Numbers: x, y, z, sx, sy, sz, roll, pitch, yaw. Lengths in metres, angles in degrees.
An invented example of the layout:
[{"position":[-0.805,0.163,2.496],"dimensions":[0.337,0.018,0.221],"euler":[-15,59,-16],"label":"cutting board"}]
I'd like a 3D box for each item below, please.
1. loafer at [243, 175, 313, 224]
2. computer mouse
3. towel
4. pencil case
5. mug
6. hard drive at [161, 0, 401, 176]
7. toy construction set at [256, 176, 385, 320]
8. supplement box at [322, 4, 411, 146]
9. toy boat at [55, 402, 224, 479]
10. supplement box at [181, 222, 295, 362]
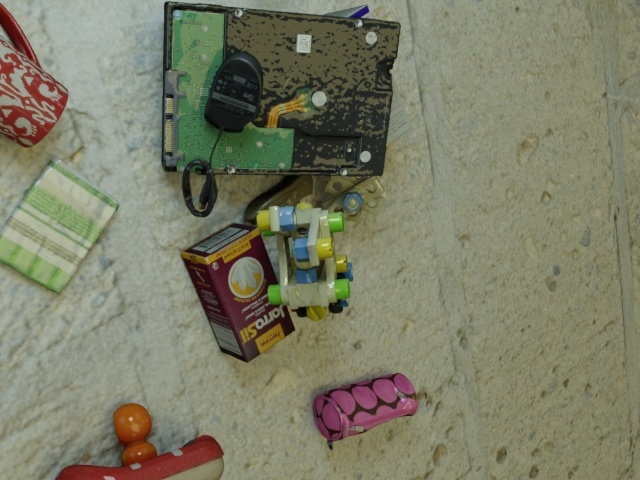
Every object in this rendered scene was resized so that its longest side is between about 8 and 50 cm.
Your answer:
[{"position":[-0.061,-0.065,1.125],"dimensions":[0.148,0.056,0.050],"euler":[-39,112,-28],"label":"loafer"},{"position":[-0.138,-0.145,0.960],"dimensions":[0.071,0.041,0.242],"euler":[21,109,-8],"label":"computer mouse"},{"position":[-0.354,-0.019,0.924],"dimensions":[0.113,0.023,0.152],"euler":[40,74,-33],"label":"towel"},{"position":[0.090,0.307,1.271],"dimensions":[0.209,0.098,0.095],"euler":[-9,102,-38],"label":"pencil case"},{"position":[-0.386,-0.208,0.814],"dimensions":[0.169,0.113,0.150],"euler":[38,75,-39],"label":"mug"},{"position":[-0.059,-0.214,1.013],"dimensions":[0.339,0.064,0.237],"euler":[-2,110,-19],"label":"hard drive"},{"position":[0.000,0.000,1.086],"dimensions":[0.328,0.151,0.215],"euler":[-47,131,-60],"label":"toy construction set"},{"position":[0.047,-0.257,1.147],"dimensions":[0.114,0.111,0.220],"euler":[-40,118,-27],"label":"supplement box"},{"position":[-0.262,0.308,0.986],"dimensions":[0.231,0.151,0.151],"euler":[-9,72,-38],"label":"toy boat"},{"position":[-0.126,0.080,1.077],"dimensions":[0.104,0.081,0.188],"euler":[-32,115,-31],"label":"supplement box"}]
